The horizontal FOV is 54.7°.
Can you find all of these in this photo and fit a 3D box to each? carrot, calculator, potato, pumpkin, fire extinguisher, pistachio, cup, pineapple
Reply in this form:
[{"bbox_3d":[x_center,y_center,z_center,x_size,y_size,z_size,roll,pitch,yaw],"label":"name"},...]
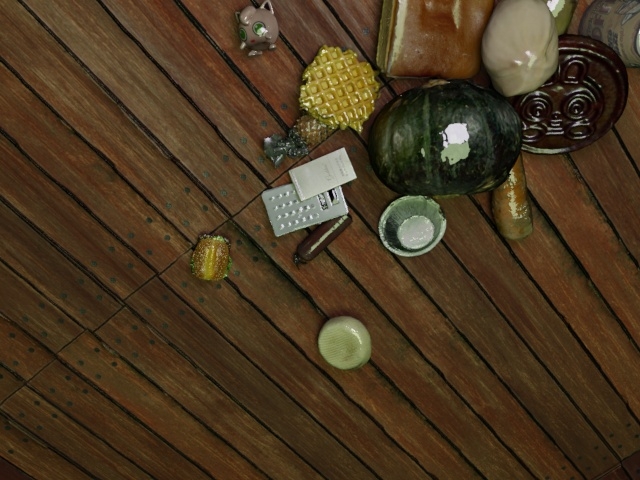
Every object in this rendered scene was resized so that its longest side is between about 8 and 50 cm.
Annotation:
[{"bbox_3d":[0.631,-0.144,2.062,0.138,0.139,0.302,-16,108,1],"label":"carrot"},{"bbox_3d":[-0.047,-0.123,2.020,0.261,0.021,0.161,-19,89,2],"label":"calculator"},{"bbox_3d":[0.666,-0.684,1.792,0.165,0.165,0.262,2,121,-7],"label":"potato"},{"bbox_3d":[0.354,-0.291,1.790,0.454,0.454,0.344,-5,97,-4],"label":"pumpkin"},{"bbox_3d":[0.000,0.000,2.094,0.267,0.072,0.089,-44,148,14],"label":"fire extinguisher"},{"bbox_3d":[0.539,-0.540,1.683,0.208,0.332,0.226,12,154,-13],"label":"pistachio"},{"bbox_3d":[0.944,-0.638,1.793,0.227,0.257,0.301,25,108,-19],"label":"cup"},{"bbox_3d":[-0.075,-0.317,1.920,0.237,0.119,0.111,-36,158,15],"label":"pineapple"}]

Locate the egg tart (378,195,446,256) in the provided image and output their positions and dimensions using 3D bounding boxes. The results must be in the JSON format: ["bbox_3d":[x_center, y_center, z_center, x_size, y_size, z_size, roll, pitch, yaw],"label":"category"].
[{"bbox_3d":[0.314,-0.043,2.092,0.234,0.094,0.234,-2,116,-3],"label":"egg tart"}]

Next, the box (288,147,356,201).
[{"bbox_3d":[0.007,-0.212,1.990,0.198,0.029,0.109,-23,89,4],"label":"box"}]

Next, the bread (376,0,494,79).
[{"bbox_3d":[0.330,-0.635,1.756,0.323,0.143,0.333,-5,118,-19],"label":"bread"}]

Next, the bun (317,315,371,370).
[{"bbox_3d":[0.095,0.363,2.248,0.222,0.127,0.222,13,122,21],"label":"bun"}]

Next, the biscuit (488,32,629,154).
[{"bbox_3d":[0.710,-0.422,1.864,0.407,0.091,0.407,9,137,8],"label":"biscuit"}]

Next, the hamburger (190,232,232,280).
[{"bbox_3d":[-0.362,0.060,2.069,0.137,0.087,0.166,12,113,-12],"label":"hamburger"}]

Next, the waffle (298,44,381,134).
[{"bbox_3d":[0.061,-0.452,1.844,0.245,0.052,0.254,24,77,-14],"label":"waffle"}]

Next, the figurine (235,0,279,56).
[{"bbox_3d":[-0.179,-0.601,1.761,0.125,0.125,0.138,-14,103,1],"label":"figurine"}]
